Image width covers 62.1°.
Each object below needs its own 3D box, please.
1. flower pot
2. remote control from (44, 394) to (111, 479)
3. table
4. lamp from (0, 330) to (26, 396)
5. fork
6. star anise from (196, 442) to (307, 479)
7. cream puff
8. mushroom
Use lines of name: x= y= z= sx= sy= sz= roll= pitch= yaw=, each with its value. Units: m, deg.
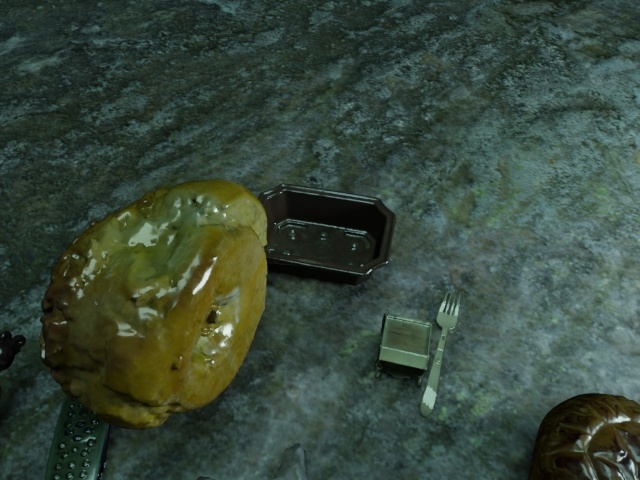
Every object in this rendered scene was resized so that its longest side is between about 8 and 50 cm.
flower pot: x=0.000 y=0.000 z=0.940 sx=0.250 sy=0.084 sz=0.179 roll=9 pitch=51 yaw=8
remote control: x=-0.325 y=0.292 z=0.716 sx=0.072 sy=0.042 sz=0.222 roll=-3 pitch=49 yaw=-4
table: x=0.127 y=0.168 z=0.813 sx=0.079 sy=0.062 sz=0.083 roll=10 pitch=50 yaw=8
lamp: x=-0.500 y=0.237 z=0.711 sx=0.118 sy=0.118 sz=0.253 roll=8 pitch=57 yaw=5
fork: x=0.190 y=0.175 z=0.839 sx=0.034 sy=0.028 sz=0.220 roll=19 pitch=56 yaw=5
star anise: x=-0.023 y=0.365 z=0.596 sx=0.359 sy=0.139 sz=0.316 roll=-39 pitch=69 yaw=-24
cream puff: x=-0.219 y=0.071 z=0.722 sx=0.231 sy=0.327 sz=0.343 roll=16 pitch=92 yaw=17
mushroom: x=0.369 y=0.312 z=0.647 sx=0.253 sy=0.153 sz=0.253 roll=6 pitch=55 yaw=-8
